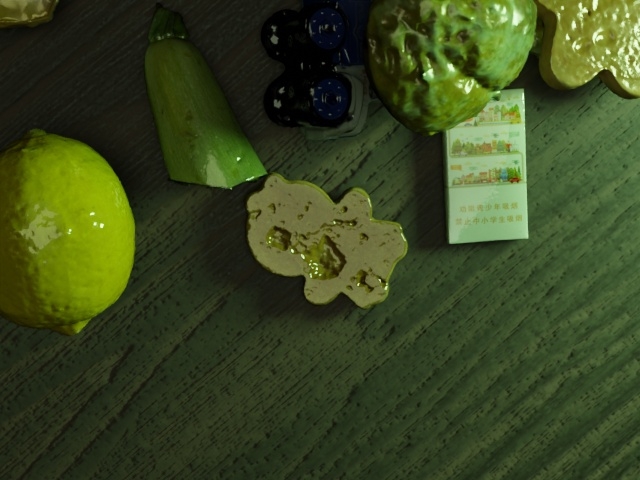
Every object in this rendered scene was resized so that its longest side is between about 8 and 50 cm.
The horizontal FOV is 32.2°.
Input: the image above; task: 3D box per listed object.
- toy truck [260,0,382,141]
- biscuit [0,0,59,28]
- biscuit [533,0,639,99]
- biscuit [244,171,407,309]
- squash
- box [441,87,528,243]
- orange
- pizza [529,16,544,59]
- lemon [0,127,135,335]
[{"bbox_3d":[0.023,-0.246,1.540,0.176,0.161,0.213,-7,99,-27],"label":"toy truck"},{"bbox_3d":[-0.539,-0.489,1.479,0.446,0.104,0.430,-6,97,-6],"label":"biscuit"},{"bbox_3d":[0.404,-0.380,1.567,0.275,0.052,0.355,2,90,-16],"label":"biscuit"},{"bbox_3d":[0.000,0.000,1.611,0.248,0.035,0.184,21,94,-6],"label":"biscuit"},{"bbox_3d":[-0.196,-0.189,1.538,0.137,0.137,0.288,-27,92,0],"label":"squash"},{"bbox_3d":[0.239,-0.108,1.617,0.122,0.032,0.221,-3,98,-3],"label":"box"},{"bbox_3d":[0.174,-0.320,1.444,0.210,0.271,0.369,6,94,28],"label":"orange"},{"bbox_3d":[0.318,-0.316,1.594,0.160,0.036,0.099,28,95,-7],"label":"pizza"},{"bbox_3d":[-0.364,-0.006,1.490,0.233,0.233,0.288,-7,105,-3],"label":"lemon"}]
